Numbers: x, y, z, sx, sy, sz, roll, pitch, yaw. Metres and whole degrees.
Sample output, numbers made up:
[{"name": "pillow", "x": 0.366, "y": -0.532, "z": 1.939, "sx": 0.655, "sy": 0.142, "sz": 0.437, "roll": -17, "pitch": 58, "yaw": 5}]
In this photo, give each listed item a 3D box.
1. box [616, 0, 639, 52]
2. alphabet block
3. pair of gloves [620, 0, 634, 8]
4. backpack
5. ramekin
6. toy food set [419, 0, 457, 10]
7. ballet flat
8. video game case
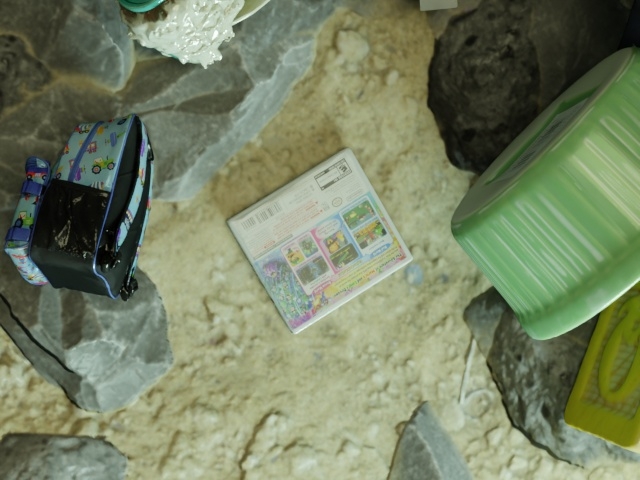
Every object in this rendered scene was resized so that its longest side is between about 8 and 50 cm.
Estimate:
[{"name": "box", "x": 0.468, "y": -0.204, "z": 1.437, "sx": 0.296, "sy": 0.294, "sz": 0.183, "roll": 35, "pitch": 89, "yaw": 10}, {"name": "alphabet block", "x": 0.411, "y": 0.156, "z": 1.581, "sx": 0.197, "sy": 0.193, "sz": 0.192, "roll": 20, "pitch": 86, "yaw": -13}, {"name": "pair of gloves", "x": 0.448, "y": -0.294, "z": 1.619, "sx": 0.204, "sy": 0.042, "sz": 0.240, "roll": -45, "pitch": 82, "yaw": 0}, {"name": "backpack", "x": -0.229, "y": -0.043, "z": 1.441, "sx": 0.117, "sy": 0.158, "sz": 0.173, "roll": 11, "pitch": 76, "yaw": 4}, {"name": "ramekin", "x": 0.274, "y": -0.056, "z": 1.491, "sx": 0.148, "sy": 0.303, "sz": 0.303, "roll": 44, "pitch": 82, "yaw": -4}, {"name": "toy food set", "x": 0.145, "y": -0.314, "z": 1.564, "sx": 0.232, "sy": 0.104, "sz": 0.111, "roll": -6, "pitch": 108, "yaw": 4}, {"name": "ballet flat", "x": -0.053, "y": -0.351, "z": 1.498, "sx": 0.147, "sy": 0.147, "sz": 0.409, "roll": 38, "pitch": 86, "yaw": -12}, {"name": "video game case", "x": 0.000, "y": 0.000, "z": 1.564, "sx": 0.157, "sy": 0.019, "sz": 0.143, "roll": -32, "pitch": 99, "yaw": -11}]
